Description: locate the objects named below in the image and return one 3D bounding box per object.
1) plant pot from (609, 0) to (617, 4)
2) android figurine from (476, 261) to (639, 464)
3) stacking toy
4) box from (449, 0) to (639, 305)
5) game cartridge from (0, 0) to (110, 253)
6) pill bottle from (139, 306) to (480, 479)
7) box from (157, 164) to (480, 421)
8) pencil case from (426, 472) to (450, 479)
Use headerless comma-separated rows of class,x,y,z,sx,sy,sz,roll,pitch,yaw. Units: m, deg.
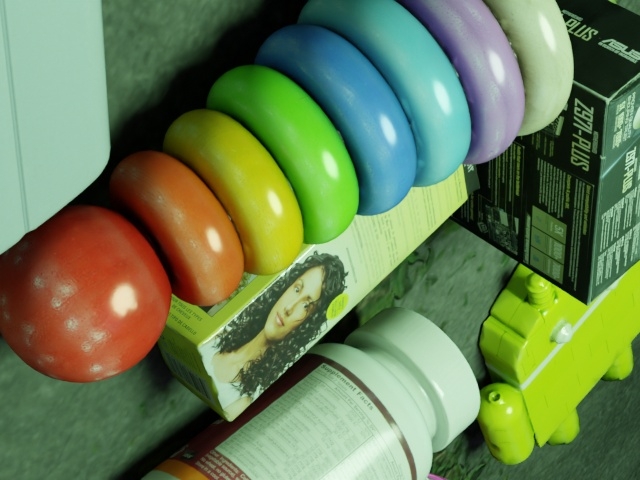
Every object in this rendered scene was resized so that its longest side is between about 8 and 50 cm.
plant pot,0.174,-0.142,0.978,0.083,0.083,0.079,-39,133,-24
android figurine,0.220,0.076,1.247,0.248,0.056,0.273,-45,148,-16
stacking toy,-0.024,-0.038,0.758,0.330,0.141,0.141,-37,144,-21
box,0.144,-0.072,0.925,0.077,0.147,0.180,-37,143,-27
game cartridge,-0.210,-0.043,0.575,0.297,0.062,0.198,-31,136,-34
pill bottle,-0.004,0.144,0.947,0.221,0.121,0.121,-36,143,-29
box,0.000,0.000,0.884,0.232,0.058,0.087,-44,146,-20
pencil case,0.078,0.230,1.159,0.104,0.104,0.236,-55,149,-2
